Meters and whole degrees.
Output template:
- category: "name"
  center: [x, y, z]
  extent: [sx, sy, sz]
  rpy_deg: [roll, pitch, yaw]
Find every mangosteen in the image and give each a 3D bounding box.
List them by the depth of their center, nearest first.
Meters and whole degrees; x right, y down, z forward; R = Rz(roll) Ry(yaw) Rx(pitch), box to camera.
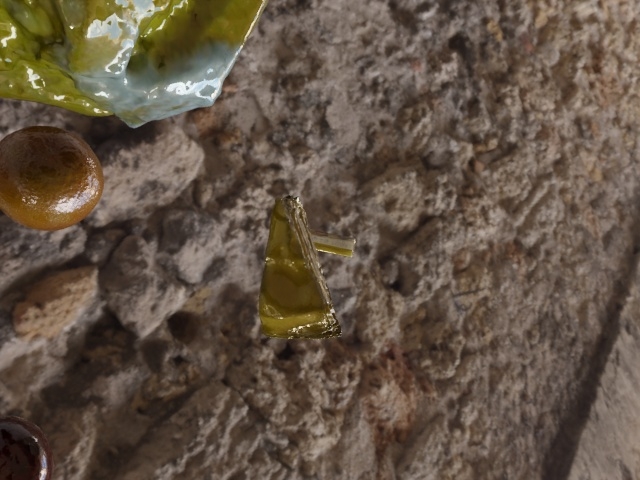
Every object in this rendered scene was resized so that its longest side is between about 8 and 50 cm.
- category: "mangosteen"
  center: [-0.645, 0.467, 1.196]
  extent: [0.215, 0.215, 0.257]
  rpy_deg: [-34, 169, -18]

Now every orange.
- category: "orange"
  center: [-0.497, -0.110, 1.076]
  extent: [0.206, 0.206, 0.206]
  rpy_deg: [-27, -166, 7]

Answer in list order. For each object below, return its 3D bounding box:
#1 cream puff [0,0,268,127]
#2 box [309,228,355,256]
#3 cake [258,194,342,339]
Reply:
- category: "cream puff"
  center: [-0.194, -0.288, 0.500]
  extent: [0.276, 0.378, 0.378]
  rpy_deg: [-33, -171, 37]
- category: "box"
  center: [0.000, 0.000, 1.274]
  extent: [0.149, 0.020, 0.073]
  rpy_deg: [11, -157, 2]
- category: "cake"
  center: [-0.017, 0.040, 0.743]
  extent: [0.116, 0.184, 0.080]
  rpy_deg: [14, 172, 13]
